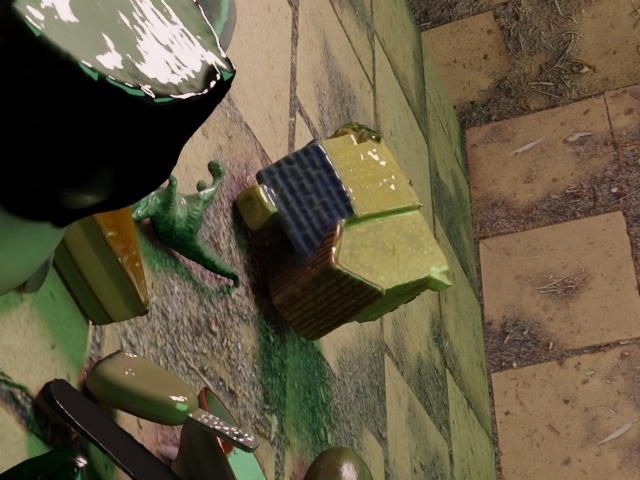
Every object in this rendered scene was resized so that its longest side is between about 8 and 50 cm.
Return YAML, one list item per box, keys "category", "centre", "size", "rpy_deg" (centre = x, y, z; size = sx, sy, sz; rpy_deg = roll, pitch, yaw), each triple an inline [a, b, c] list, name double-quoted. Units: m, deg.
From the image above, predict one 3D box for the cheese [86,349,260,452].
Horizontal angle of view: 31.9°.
- category: "cheese"
  centre: [-0.151, 0.176, 1.189]
  size: [0.037, 0.192, 0.097]
  rpy_deg: [-69, 167, 15]

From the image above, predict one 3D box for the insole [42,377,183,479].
- category: "insole"
  centre: [-0.160, 0.248, 1.117]
  size: [0.309, 0.012, 0.110]
  rpy_deg: [44, 7, -8]

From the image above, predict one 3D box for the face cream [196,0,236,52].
- category: "face cream"
  centre: [-0.235, -0.260, 1.407]
  size: [0.420, 0.137, 0.234]
  rpy_deg: [-52, 129, -54]

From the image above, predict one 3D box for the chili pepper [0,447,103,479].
- category: "chili pepper"
  centre: [-0.244, 0.286, 0.841]
  size: [0.165, 0.261, 0.174]
  rpy_deg: [40, -16, 24]

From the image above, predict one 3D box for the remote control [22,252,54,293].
- category: "remote control"
  centre: [-0.258, -0.009, 1.047]
  size: [0.184, 0.027, 0.049]
  rpy_deg: [124, -38, -56]

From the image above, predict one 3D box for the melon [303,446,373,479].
- category: "melon"
  centre: [0.028, 0.391, 1.683]
  size: [0.114, 0.114, 0.167]
  rpy_deg: [58, 22, -46]

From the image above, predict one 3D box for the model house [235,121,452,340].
- category: "model house"
  centre: [0.000, 0.000, 1.784]
  size: [0.266, 0.261, 0.321]
  rpy_deg: [-16, 74, -48]

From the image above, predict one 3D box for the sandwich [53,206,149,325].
- category: "sandwich"
  centre: [-0.234, -0.007, 1.212]
  size: [0.113, 0.079, 0.163]
  rpy_deg: [-76, 146, -55]

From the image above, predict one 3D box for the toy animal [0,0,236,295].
- category: "toy animal"
  centre: [-0.244, -0.085, 0.853]
  size: [0.251, 0.310, 0.250]
  rpy_deg: [33, 36, -29]

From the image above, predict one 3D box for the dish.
- category: "dish"
  centre: [-0.109, 0.302, 1.293]
  size: [0.260, 0.085, 0.260]
  rpy_deg: [62, -1, 2]

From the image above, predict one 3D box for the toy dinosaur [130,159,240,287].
- category: "toy dinosaur"
  centre: [-0.151, -0.035, 1.464]
  size: [0.129, 0.076, 0.383]
  rpy_deg: [-59, 146, -4]
